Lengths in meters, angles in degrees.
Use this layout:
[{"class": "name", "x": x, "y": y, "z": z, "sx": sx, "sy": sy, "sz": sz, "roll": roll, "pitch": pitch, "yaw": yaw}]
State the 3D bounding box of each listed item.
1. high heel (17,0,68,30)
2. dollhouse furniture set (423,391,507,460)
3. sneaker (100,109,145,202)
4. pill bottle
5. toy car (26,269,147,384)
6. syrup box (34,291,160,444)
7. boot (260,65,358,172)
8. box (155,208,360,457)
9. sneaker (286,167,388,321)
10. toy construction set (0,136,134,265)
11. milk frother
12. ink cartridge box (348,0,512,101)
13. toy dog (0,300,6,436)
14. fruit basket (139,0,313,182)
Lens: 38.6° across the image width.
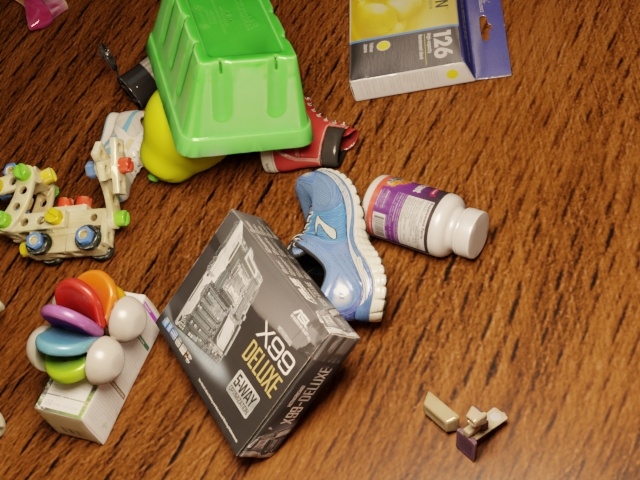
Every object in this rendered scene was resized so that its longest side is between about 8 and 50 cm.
[{"class": "high heel", "x": -0.741, "y": -0.587, "z": 2.250, "sx": 0.244, "sy": 0.082, "sz": 0.117, "roll": 33, "pitch": 57, "yaw": 21}, {"class": "dollhouse furniture set", "x": 0.209, "y": 0.234, "z": 1.311, "sx": 0.081, "sy": 0.091, "sz": 0.114, "roll": -29, "pitch": 45, "yaw": -26}, {"class": "sneaker", "x": -0.380, "y": -0.173, "z": 1.806, "sx": 0.092, "sy": 0.087, "sz": 0.228, "roll": -8, "pitch": 53, "yaw": 9}, {"class": "pill bottle", "x": 0.173, "y": -0.035, "z": 1.507, "sx": 0.194, "sy": 0.108, "sz": 0.108, "roll": 19, "pitch": 61, "yaw": 29}, {"class": "toy car", "x": -0.371, "y": 0.127, "z": 1.407, "sx": 0.159, "sy": 0.136, "sz": 0.182, "roll": 11, "pitch": 58, "yaw": 22}, {"class": "syrup box", "x": -0.357, "y": 0.200, "z": 1.497, "sx": 0.093, "sy": 0.096, "sz": 0.236, "roll": 9, "pitch": 56, "yaw": 21}, {"class": "boot", "x": -0.010, "y": -0.239, "z": 1.743, "sx": 0.176, "sy": 0.088, "sz": 0.244, "roll": -3, "pitch": 60, "yaw": 15}, {"class": "box", "x": -0.106, "y": 0.138, "z": 1.405, "sx": 0.242, "sy": 0.077, "sz": 0.307, "roll": -54, "pitch": 49, "yaw": 17}, {"class": "sneaker", "x": 0.000, "y": 0.000, "z": 1.493, "sx": 0.147, "sy": 0.129, "sz": 0.330, "roll": -6, "pitch": 43, "yaw": -13}, {"class": "toy construction set", "x": -0.471, "y": -0.072, "z": 1.702, "sx": 0.328, "sy": 0.151, "sz": 0.214, "roll": -11, "pitch": 66, "yaw": 27}, {"class": "milk frother", "x": -0.374, "y": -0.377, "z": 1.926, "sx": 0.135, "sy": 0.143, "sz": 0.129, "roll": -40, "pitch": 45, "yaw": -12}, {"class": "ink cartridge box", "x": 0.211, "y": -0.426, "z": 1.831, "sx": 0.307, "sy": 0.072, "sz": 0.303, "roll": -9, "pitch": 51, "yaw": 13}, {"class": "toy dog", "x": -0.730, "y": 0.170, "z": 1.560, "sx": 0.395, "sy": 0.284, "sz": 0.407, "roll": -32, "pitch": 47, "yaw": 15}, {"class": "fruit basket", "x": -0.193, "y": -0.258, "z": 1.684, "sx": 0.283, "sy": 0.392, "sz": 0.392, "roll": -8, "pitch": 48, "yaw": -16}]
